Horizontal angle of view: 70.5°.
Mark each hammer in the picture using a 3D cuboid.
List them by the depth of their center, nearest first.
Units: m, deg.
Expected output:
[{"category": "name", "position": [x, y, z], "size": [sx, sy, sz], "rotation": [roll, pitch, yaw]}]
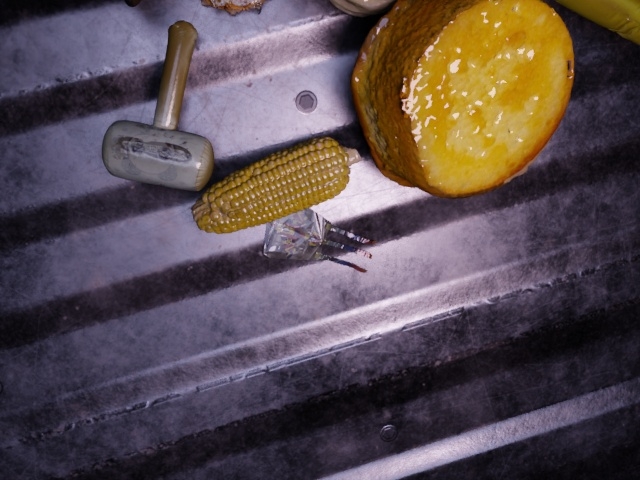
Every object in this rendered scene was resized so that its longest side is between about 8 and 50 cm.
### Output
[{"category": "hammer", "position": [-0.285, -0.255, 0.845], "size": [0.201, 0.113, 0.306], "rotation": [10, 95, -12]}]

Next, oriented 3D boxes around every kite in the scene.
[{"category": "kite", "position": [0.000, 0.000, 0.978], "size": [0.244, 0.015, 0.141], "rotation": [18, 101, -10]}]

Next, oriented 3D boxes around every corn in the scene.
[{"category": "corn", "position": [-0.083, -0.106, 0.886], "size": [0.346, 0.130, 0.130], "rotation": [-23, 104, -2]}]

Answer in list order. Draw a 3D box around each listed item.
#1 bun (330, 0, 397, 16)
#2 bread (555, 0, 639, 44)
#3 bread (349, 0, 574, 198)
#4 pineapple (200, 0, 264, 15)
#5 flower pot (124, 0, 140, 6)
[{"category": "bun", "position": [0.044, -0.537, 0.709], "size": [0.210, 0.360, 0.360], "rotation": [-13, 103, 2]}, {"category": "bread", "position": [0.559, -0.518, 0.892], "size": [0.383, 0.112, 0.166], "rotation": [20, 95, -12]}, {"category": "bread", "position": [0.256, -0.260, 0.823], "size": [0.397, 0.215, 0.399], "rotation": [-10, 122, -16]}, {"category": "pineapple", "position": [-0.165, -0.524, 0.828], "size": [0.220, 0.047, 0.222], "rotation": [-1, 103, -6]}, {"category": "flower pot", "position": [-0.386, -0.523, 0.701], "size": [0.266, 0.266, 0.267], "rotation": [23, 98, -21]}]
